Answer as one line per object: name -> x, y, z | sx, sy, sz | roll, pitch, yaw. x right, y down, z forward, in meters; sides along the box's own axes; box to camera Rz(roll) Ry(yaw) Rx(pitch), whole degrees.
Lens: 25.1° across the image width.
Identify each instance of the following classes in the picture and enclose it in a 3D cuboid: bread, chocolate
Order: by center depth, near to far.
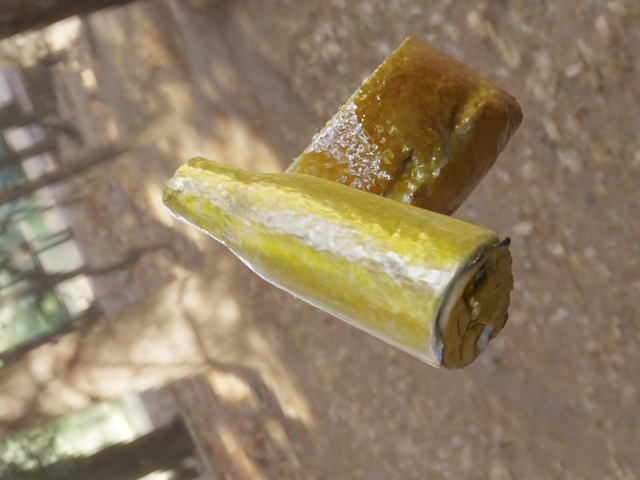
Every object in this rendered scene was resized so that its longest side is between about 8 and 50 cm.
chocolate -> 0.000, 0.000, 0.815 | 0.219, 0.085, 0.085 | 22, 145, 31
bread -> 0.065, -0.070, 1.113 | 0.129, 0.260, 0.134 | 43, 153, -3
